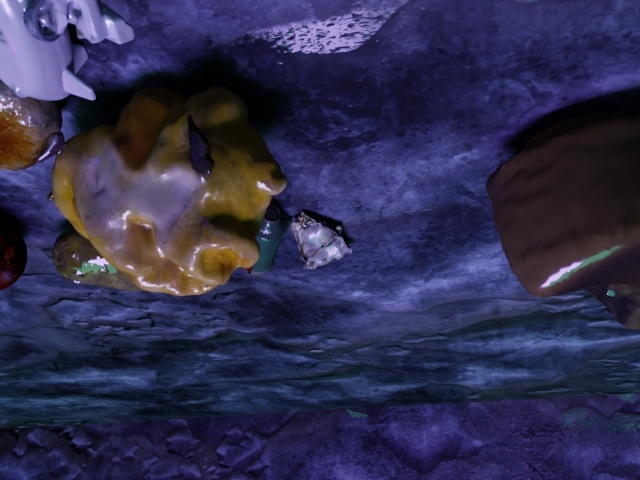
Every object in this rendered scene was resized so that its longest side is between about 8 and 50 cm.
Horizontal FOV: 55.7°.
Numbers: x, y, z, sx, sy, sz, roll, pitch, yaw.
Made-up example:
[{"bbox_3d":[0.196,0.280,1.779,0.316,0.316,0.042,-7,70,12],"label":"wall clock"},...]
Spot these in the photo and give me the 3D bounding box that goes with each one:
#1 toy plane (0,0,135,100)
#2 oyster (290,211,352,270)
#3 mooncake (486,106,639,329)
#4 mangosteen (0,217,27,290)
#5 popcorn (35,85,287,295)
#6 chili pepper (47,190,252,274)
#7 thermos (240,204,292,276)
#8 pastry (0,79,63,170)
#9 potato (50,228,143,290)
[{"bbox_3d":[-0.333,-0.256,0.663,0.267,0.122,0.266,17,153,9],"label":"toy plane"},{"bbox_3d":[0.003,0.001,1.175,0.109,0.053,0.165,-9,149,6],"label":"oyster"},{"bbox_3d":[0.448,-0.013,0.926,0.394,0.246,0.394,-8,150,-1],"label":"mooncake"},{"bbox_3d":[-0.652,0.041,1.132,0.200,0.199,0.199,1,151,1],"label":"mangosteen"},{"bbox_3d":[-0.196,-0.080,0.859,0.316,0.297,0.281,32,-173,23],"label":"popcorn"},{"bbox_3d":[-0.257,-0.050,1.024,0.369,0.092,0.137,23,114,-18],"label":"chili pepper"},{"bbox_3d":[-0.104,-0.002,1.151,0.083,0.073,0.187,10,150,-11],"label":"thermos"},{"bbox_3d":[-0.457,-0.176,0.838,0.182,0.093,0.192,21,147,-25],"label":"pastry"},{"bbox_3d":[-0.399,0.037,1.203,0.251,0.113,0.149,4,144,-22],"label":"potato"}]
